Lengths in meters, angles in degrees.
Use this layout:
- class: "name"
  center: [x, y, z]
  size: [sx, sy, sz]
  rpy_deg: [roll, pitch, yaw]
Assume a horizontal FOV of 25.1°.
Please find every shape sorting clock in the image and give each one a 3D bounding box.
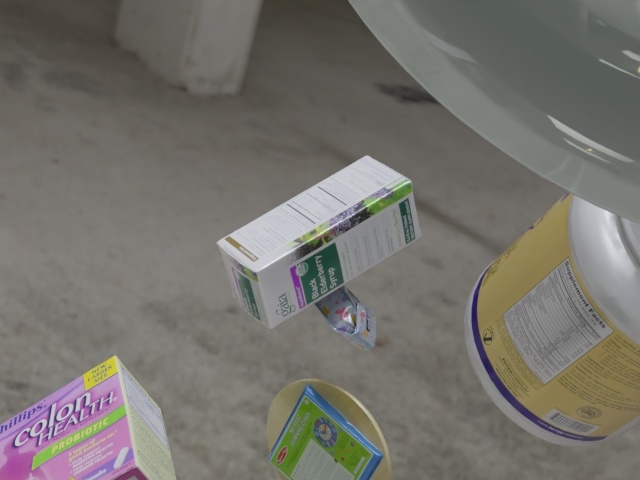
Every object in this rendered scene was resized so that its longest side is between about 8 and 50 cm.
- class: "shape sorting clock"
  center: [0.011, 0.280, 1.910]
  size: [0.206, 0.206, 0.040]
  rpy_deg: [27, 33, 25]

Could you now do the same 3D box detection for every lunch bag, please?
- class: "lunch bag"
  center: [0.037, 0.097, 1.821]
  size: [0.083, 0.053, 0.071]
  rpy_deg: [56, 7, 31]

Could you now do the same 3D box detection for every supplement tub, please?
- class: "supplement tub"
  center: [0.323, 0.050, 1.501]
  size: [0.241, 0.331, 0.241]
  rpy_deg: [13, 56, -20]

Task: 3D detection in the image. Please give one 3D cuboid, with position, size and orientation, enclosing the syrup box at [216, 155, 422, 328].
- class: "syrup box"
  center: [0.000, 0.000, 1.761]
  size: [0.237, 0.093, 0.096]
  rpy_deg: [-31, 40, -22]

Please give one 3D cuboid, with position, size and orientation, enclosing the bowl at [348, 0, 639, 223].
- class: "bowl"
  center: [0.146, -0.137, 0.646]
  size: [0.298, 0.134, 0.298]
  rpy_deg: [34, -17, 12]

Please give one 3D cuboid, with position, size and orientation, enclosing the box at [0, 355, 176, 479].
- class: "box"
  center: [-0.311, 0.305, 1.873]
  size: [0.213, 0.117, 0.243]
  rpy_deg: [-31, 32, 5]
